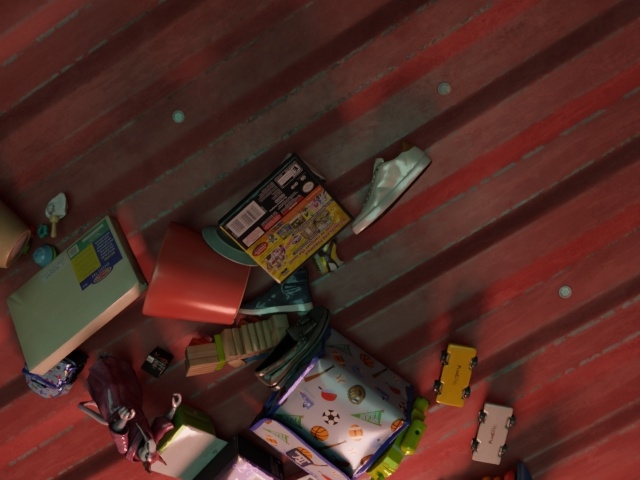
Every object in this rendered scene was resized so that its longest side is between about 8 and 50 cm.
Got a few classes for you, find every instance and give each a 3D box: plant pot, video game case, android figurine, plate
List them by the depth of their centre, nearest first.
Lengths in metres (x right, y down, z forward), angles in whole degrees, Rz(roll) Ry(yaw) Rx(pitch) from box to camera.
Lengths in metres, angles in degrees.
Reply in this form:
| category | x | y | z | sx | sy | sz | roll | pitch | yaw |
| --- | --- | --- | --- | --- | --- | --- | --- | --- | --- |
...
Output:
| category | x | y | z | sx | sy | sz | roll | pitch | yaw |
| --- | --- | --- | --- | --- | --- | --- | --- | --- | --- |
| video game case | -0.089 | -0.052 | 1.704 | 0.275 | 0.035 | 0.248 | -42 | 115 | 4 |
| plant pot | -0.333 | 0.108 | 1.764 | 0.243 | 0.275 | 0.274 | 18 | 100 | -9 |
| plate | -0.236 | 0.005 | 1.765 | 0.188 | 0.188 | 0.024 | 32 | 110 | -1 |
| android figurine | 0.211 | 0.561 | 1.781 | 0.056 | 0.248 | 0.272 | 35 | 61 | 1 |
| plant pot | -0.972 | -0.043 | 1.797 | 0.274 | 0.256 | 0.256 | 28 | 100 | -8 |

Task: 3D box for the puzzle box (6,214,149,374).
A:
| category | x | y | z | sx | sy | sz | roll | pitch | yaw |
| --- | --- | --- | --- | --- | --- | --- | --- | --- | --- |
| puzzle box | -0.691 | 0.151 | 1.810 | 0.409 | 0.052 | 0.272 | -38 | 58 | 7 |

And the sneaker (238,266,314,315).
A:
| category | x | y | z | sx | sy | sz | roll | pitch | yaw |
| --- | --- | --- | --- | --- | --- | --- | --- | --- | --- |
| sneaker | -0.138 | 0.129 | 1.832 | 0.227 | 0.086 | 0.163 | -7 | 93 | 10 |

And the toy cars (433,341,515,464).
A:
| category | x | y | z | sx | sy | sz | roll | pitch | yaw |
| --- | --- | --- | --- | --- | --- | --- | --- | --- | --- |
| toy cars | 0.438 | 0.457 | 1.841 | 0.177 | 0.087 | 0.393 | -30 | 99 | 13 |

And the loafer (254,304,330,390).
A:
| category | x | y | z | sx | sy | sz | roll | pitch | yaw |
| --- | --- | --- | --- | --- | --- | --- | --- | --- | --- |
| loafer | -0.075 | 0.281 | 1.741 | 0.084 | 0.096 | 0.267 | 40 | 80 | -26 |

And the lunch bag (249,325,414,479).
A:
| category | x | y | z | sx | sy | sz | roll | pitch | yaw |
| --- | --- | --- | --- | --- | --- | --- | --- | --- | --- |
| lunch bag | 0.022 | 0.500 | 1.807 | 0.328 | 0.239 | 0.385 | 38 | 113 | -2 |

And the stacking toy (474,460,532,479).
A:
| category | x | y | z | sx | sy | sz | roll | pitch | yaw |
| --- | --- | --- | --- | --- | --- | --- | --- | --- | --- |
| stacking toy | 0.462 | 0.756 | 1.865 | 0.302 | 0.166 | 0.175 | -8 | 102 | 20 |

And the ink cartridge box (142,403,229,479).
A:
| category | x | y | z | sx | sy | sz | roll | pitch | yaw |
| --- | --- | --- | --- | --- | --- | --- | --- | --- | --- |
| ink cartridge box | -0.381 | 0.621 | 1.927 | 0.188 | 0.097 | 0.255 | -48 | 127 | 9 |

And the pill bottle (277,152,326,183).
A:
| category | x | y | z | sx | sy | sz | roll | pitch | yaw |
| --- | --- | --- | --- | --- | --- | --- | --- | --- | --- |
| pill bottle | -0.105 | -0.109 | 1.767 | 0.130 | 0.130 | 0.245 | 37 | 99 | -2 |

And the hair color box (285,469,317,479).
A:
| category | x | y | z | sx | sy | sz | roll | pitch | yaw |
| --- | --- | --- | --- | --- | --- | --- | --- | --- | --- |
| hair color box | -0.068 | 0.757 | 1.937 | 0.167 | 0.053 | 0.093 | -25 | 95 | 9 |

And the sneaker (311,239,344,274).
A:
| category | x | y | z | sx | sy | sz | roll | pitch | yaw |
| --- | --- | --- | --- | --- | --- | --- | --- | --- | --- |
| sneaker | 0.000 | 0.000 | 1.816 | 0.084 | 0.069 | 0.185 | -24 | 95 | -12 |

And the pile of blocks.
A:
| category | x | y | z | sx | sy | sz | roll | pitch | yaw |
| --- | --- | --- | --- | --- | --- | --- | --- | --- | --- |
| pile of blocks | -0.229 | 0.290 | 1.859 | 0.363 | 0.149 | 0.112 | -15 | 67 | -1 |

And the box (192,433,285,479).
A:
| category | x | y | z | sx | sy | sz | roll | pitch | yaw |
| --- | --- | --- | --- | --- | --- | --- | --- | --- | --- |
| box | -0.260 | 0.730 | 1.899 | 0.184 | 0.103 | 0.261 | 39 | 100 | -18 |

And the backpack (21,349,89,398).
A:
| category | x | y | z | sx | sy | sz | roll | pitch | yaw |
| --- | --- | --- | --- | --- | --- | --- | --- | --- | --- |
| backpack | -0.804 | 0.391 | 1.905 | 0.158 | 0.117 | 0.173 | 32 | 102 | 0 |

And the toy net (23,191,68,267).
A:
| category | x | y | z | sx | sy | sz | roll | pitch | yaw |
| --- | --- | --- | --- | --- | --- | --- | --- | --- | --- |
| toy net | -0.797 | -0.040 | 1.879 | 0.122 | 0.045 | 0.232 | 32 | 98 | 29 |

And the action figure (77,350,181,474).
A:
| category | x | y | z | sx | sy | sz | roll | pitch | yaw |
| --- | --- | --- | --- | --- | --- | --- | --- | --- | --- |
| action figure | -0.547 | 0.498 | 1.767 | 0.275 | 0.248 | 0.370 | -46 | 55 | 12 |

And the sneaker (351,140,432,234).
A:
| category | x | y | z | sx | sy | sz | roll | pitch | yaw |
| --- | --- | --- | --- | --- | --- | --- | --- | --- | --- |
| sneaker | 0.167 | -0.149 | 1.766 | 0.123 | 0.106 | 0.290 | 42 | 92 | 7 |

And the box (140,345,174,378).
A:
| category | x | y | z | sx | sy | sz | roll | pitch | yaw |
| --- | --- | --- | --- | --- | --- | --- | --- | --- | --- |
| box | -0.481 | 0.359 | 1.890 | 0.062 | 0.083 | 0.052 | 33 | 98 | -1 |
